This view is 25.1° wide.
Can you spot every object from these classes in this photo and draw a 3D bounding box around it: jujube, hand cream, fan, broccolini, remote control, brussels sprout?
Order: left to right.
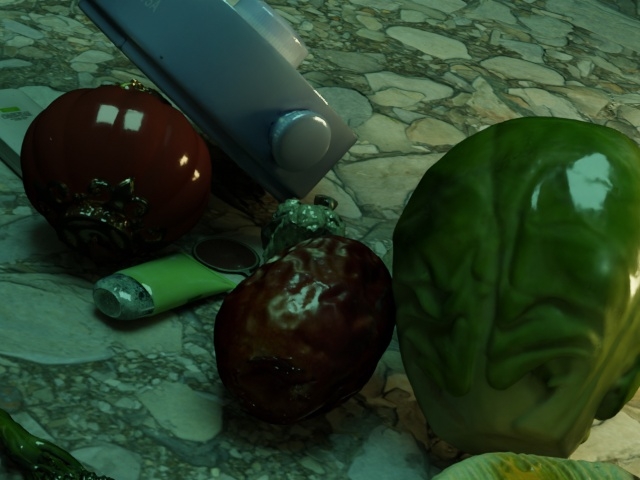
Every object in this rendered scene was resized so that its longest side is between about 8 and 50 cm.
[{"bbox_3d":[-0.384,-0.134,1.898,0.103,0.034,0.250,-13,38,-39],"label":"remote control"},{"bbox_3d":[-0.249,0.217,1.316,0.091,0.068,0.203,6,11,-41],"label":"broccolini"},{"bbox_3d":[-0.182,0.052,1.638,0.095,0.046,0.175,28,25,28],"label":"hand cream"},{"bbox_3d":[-0.102,0.029,1.751,0.085,0.005,0.133,-9,34,-37],"label":"fan"},{"bbox_3d":[-0.015,0.087,1.494,0.183,0.183,0.243,18,28,10],"label":"jujube"},{"bbox_3d":[0.218,0.054,1.479,0.289,0.354,0.281,5,-10,34],"label":"brussels sprout"}]

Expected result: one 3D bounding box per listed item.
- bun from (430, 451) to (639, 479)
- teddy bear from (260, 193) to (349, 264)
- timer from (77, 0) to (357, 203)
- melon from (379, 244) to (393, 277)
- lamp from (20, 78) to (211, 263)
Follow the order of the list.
[{"bbox_3d":[0.195,0.286,1.259,0.244,0.153,0.244,-5,17,1],"label":"bun"},{"bbox_3d":[-0.017,0.012,1.734,0.111,0.133,0.213,-31,8,6],"label":"teddy bear"},{"bbox_3d":[-0.102,-0.213,1.835,0.395,0.173,0.395,45,0,0],"label":"timer"},{"bbox_3d":[0.179,0.047,1.756,0.202,0.093,0.139,35,27,27],"label":"melon"},{"bbox_3d":[-0.238,-0.075,1.668,0.227,0.226,0.227,10,28,-6],"label":"lamp"}]
